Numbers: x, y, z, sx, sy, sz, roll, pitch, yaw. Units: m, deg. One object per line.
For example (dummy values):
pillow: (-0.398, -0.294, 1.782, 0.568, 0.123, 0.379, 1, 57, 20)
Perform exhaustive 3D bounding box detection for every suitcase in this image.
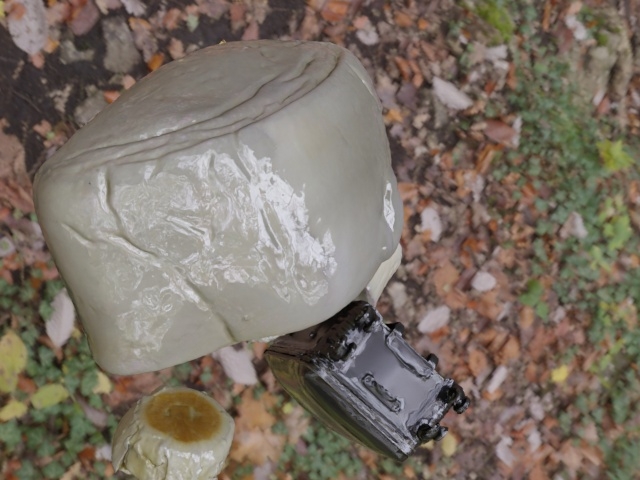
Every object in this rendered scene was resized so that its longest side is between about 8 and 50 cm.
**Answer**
suitcase: (0.065, 0.250, 1.668, 0.283, 0.434, 0.194, 43, 78, -9)

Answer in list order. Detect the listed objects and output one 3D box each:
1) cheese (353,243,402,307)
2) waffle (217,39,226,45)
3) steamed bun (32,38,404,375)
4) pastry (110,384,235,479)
cheese: (-0.001, -0.002, 1.851, 0.153, 0.292, 0.332, -53, 126, -34)
waffle: (-0.218, -0.245, 1.849, 0.248, 0.055, 0.221, -34, 109, 21)
steamed bun: (-0.056, -0.050, 0.844, 0.383, 0.236, 0.247, -48, 132, -54)
pastry: (-0.195, 0.263, 1.224, 0.166, 0.166, 0.088, -2, 121, -38)
